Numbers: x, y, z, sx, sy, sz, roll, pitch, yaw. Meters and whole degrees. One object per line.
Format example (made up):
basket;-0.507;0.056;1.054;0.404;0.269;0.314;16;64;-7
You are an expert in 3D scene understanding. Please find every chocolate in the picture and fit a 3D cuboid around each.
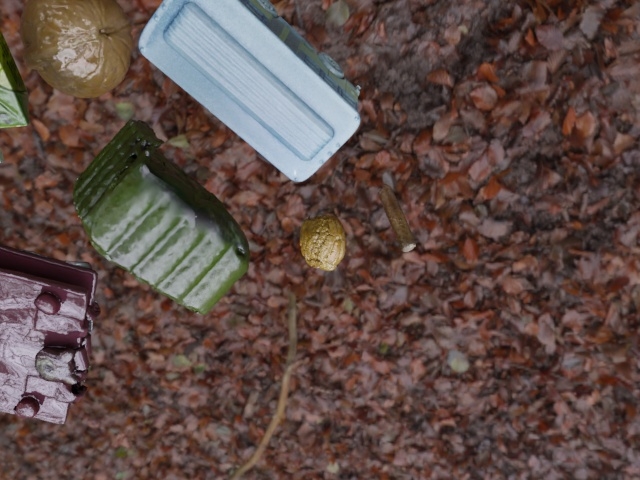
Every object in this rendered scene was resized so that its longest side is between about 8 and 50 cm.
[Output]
chocolate;-0.887;-0.411;1.363;0.300;0.137;0.289;-6;141;-6

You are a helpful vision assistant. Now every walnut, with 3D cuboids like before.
walnut;-0.683;-0.555;1.600;0.332;0.333;0.333;7;131;9

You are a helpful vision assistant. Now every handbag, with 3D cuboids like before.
handbag;-0.355;0.100;0.621;0.216;0.074;0.203;17;118;-7

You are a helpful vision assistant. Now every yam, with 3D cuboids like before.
yam;0.222;-0.069;1.696;0.056;0.241;0.057;-11;146;-8

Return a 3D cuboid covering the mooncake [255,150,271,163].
mooncake;-0.143;-0.372;1.931;0.133;0.245;0.245;10;133;-12

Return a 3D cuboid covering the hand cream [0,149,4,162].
hand cream;-0.482;-0.138;0.708;0.093;0.306;0.147;-18;111;-4

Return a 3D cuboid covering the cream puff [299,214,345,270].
cream puff;0.000;0.000;1.788;0.129;0.189;0.189;6;136;-22

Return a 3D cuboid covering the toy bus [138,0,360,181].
toy bus;-0.093;-0.261;0.874;0.312;0.190;0.152;39;116;-18

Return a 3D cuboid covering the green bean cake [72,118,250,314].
green bean cake;-0.302;-0.051;1.143;0.218;0.335;0.319;-46;126;3
